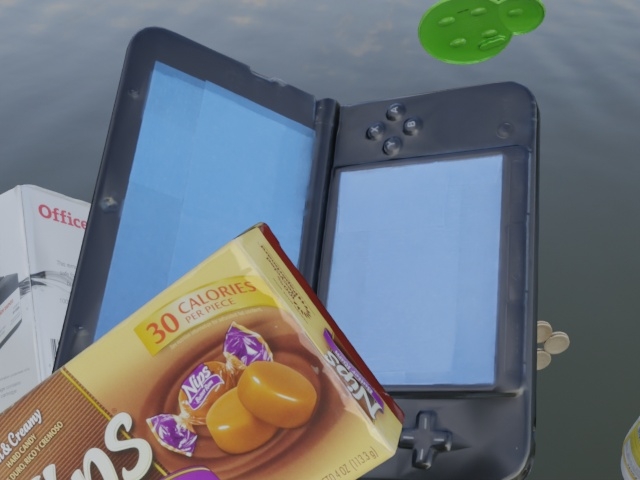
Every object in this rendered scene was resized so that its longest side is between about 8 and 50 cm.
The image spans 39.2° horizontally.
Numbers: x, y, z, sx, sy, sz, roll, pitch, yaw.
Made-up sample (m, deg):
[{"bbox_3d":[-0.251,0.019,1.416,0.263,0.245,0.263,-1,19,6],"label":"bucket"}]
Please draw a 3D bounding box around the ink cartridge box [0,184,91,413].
[{"bbox_3d":[-0.322,0.113,1.129,0.129,0.308,0.223,-22,-22,24],"label":"ink cartridge box"}]

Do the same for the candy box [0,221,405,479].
[{"bbox_3d":[-0.070,0.090,0.395,0.186,0.109,0.053,-35,1,13],"label":"candy box"}]

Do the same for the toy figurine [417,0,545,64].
[{"bbox_3d":[0.220,-0.353,1.246,0.173,0.130,0.159,-13,55,26],"label":"toy figurine"}]

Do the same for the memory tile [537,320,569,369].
[{"bbox_3d":[0.268,0.163,1.261,0.113,0.148,0.012,29,27,-25],"label":"memory tile"}]

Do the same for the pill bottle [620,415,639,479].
[{"bbox_3d":[0.470,0.276,1.193,0.119,0.208,0.119,-2,61,4],"label":"pill bottle"}]

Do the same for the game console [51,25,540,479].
[{"bbox_3d":[0.000,0.000,0.586,0.250,0.173,0.293,-5,65,25],"label":"game console"}]
